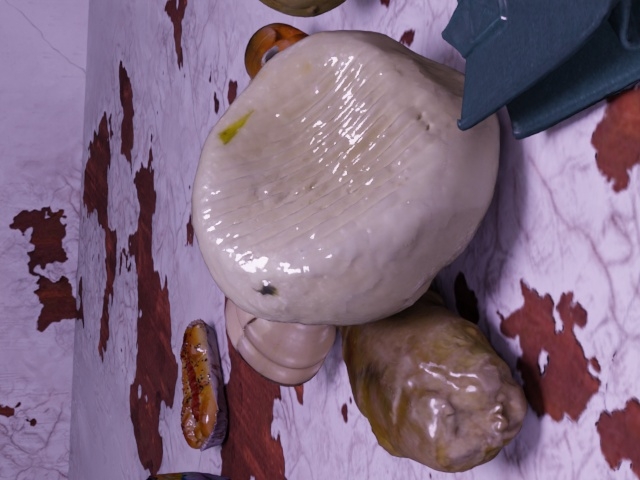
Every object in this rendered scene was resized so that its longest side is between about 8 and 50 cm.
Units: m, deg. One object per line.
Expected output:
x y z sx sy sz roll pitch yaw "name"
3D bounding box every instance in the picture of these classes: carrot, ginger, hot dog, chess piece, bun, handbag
-0.014 -0.160 1.259 0.193 0.087 0.087 52 139 43 "carrot"
0.074 0.099 0.974 0.263 0.109 0.116 -126 26 -60 "ginger"
-0.172 0.210 1.732 0.108 0.059 0.191 123 144 -49 "hot dog"
0.000 0.000 1.192 0.307 0.124 0.139 -63 1 45 "chess piece"
0.030 -0.045 0.962 0.160 0.259 0.259 48 -158 -52 "bun"
0.149 -0.253 0.796 0.238 0.089 0.326 147 120 -67 "handbag"

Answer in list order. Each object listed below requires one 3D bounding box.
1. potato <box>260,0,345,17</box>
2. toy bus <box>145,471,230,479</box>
-0.013 -0.363 1.113 0.210 0.173 0.307 -144 58 -69 "potato"
-0.142 0.369 1.542 0.317 0.138 0.112 178 87 -69 "toy bus"
